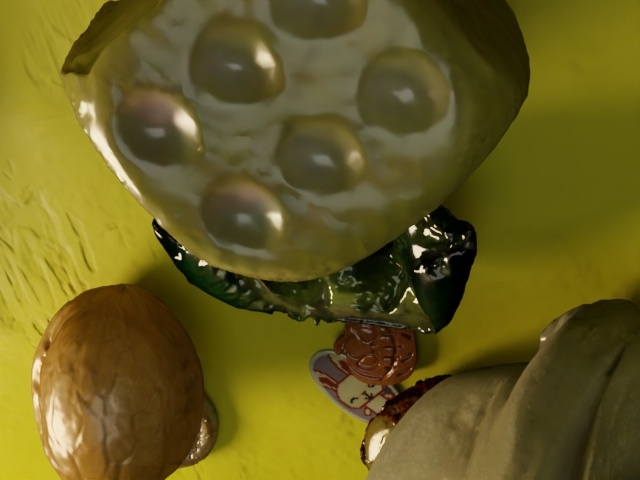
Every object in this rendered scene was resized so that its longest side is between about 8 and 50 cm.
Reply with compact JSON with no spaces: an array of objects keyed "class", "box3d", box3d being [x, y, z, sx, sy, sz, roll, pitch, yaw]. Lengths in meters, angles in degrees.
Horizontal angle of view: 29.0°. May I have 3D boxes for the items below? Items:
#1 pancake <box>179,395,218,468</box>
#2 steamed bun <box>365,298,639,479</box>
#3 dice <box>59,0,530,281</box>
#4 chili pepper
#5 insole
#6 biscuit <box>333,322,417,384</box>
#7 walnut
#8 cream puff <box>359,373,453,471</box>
[{"class":"pancake","box3d":[-0.169,0.181,1.251,0.140,0.022,0.139,5,126,7]},{"class":"steamed bun","box3d":[0.256,0.249,1.014,0.342,0.255,0.368,-45,112,0]},{"class":"dice","box3d":[-0.013,-0.127,0.840,0.238,0.233,0.227,-35,109,24]},{"class":"chili pepper","box3d":[-0.002,-0.006,1.034,0.265,0.116,0.148,8,139,7]},{"class":"insole","box3d":[0.067,0.168,1.204,0.197,0.004,0.065,38,124,-16]},{"class":"biscuit","box3d":[0.050,0.098,1.145,0.078,0.015,0.091,-3,123,11]},{"class":"walnut","box3d":[-0.186,0.138,1.131,0.159,0.159,0.206,5,105,8]},{"class":"cream puff","box3d":[0.111,0.188,1.157,0.149,0.084,0.149,3,116,5]}]
